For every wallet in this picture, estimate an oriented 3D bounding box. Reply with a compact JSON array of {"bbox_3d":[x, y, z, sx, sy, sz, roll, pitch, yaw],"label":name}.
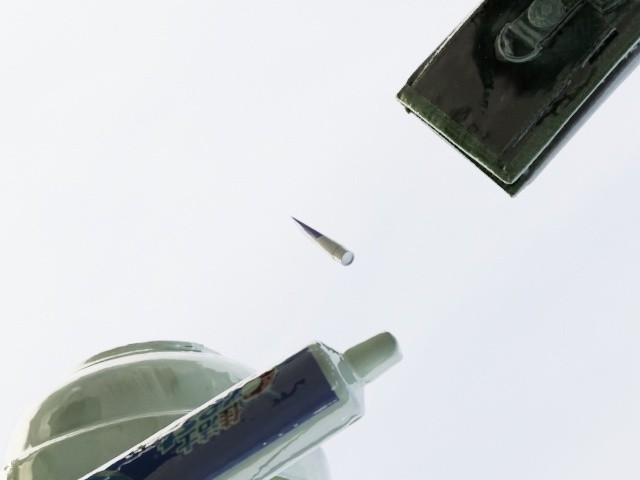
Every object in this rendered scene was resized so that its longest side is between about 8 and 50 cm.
[{"bbox_3d":[0.194,-0.171,1.510,0.236,0.055,0.160,-46,-121,-3],"label":"wallet"}]

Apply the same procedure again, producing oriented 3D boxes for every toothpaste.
[{"bbox_3d":[-0.075,0.121,0.856,0.268,0.047,0.069,-32,-114,0],"label":"toothpaste"},{"bbox_3d":[0.000,0.000,1.459,0.015,0.024,0.083,-44,-141,-11],"label":"toothpaste"}]

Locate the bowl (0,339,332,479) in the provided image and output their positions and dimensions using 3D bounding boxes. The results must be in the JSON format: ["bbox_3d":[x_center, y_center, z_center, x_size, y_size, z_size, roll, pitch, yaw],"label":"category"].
[{"bbox_3d":[-0.144,0.196,1.494,0.307,0.307,0.163,-18,-120,12],"label":"bowl"}]
